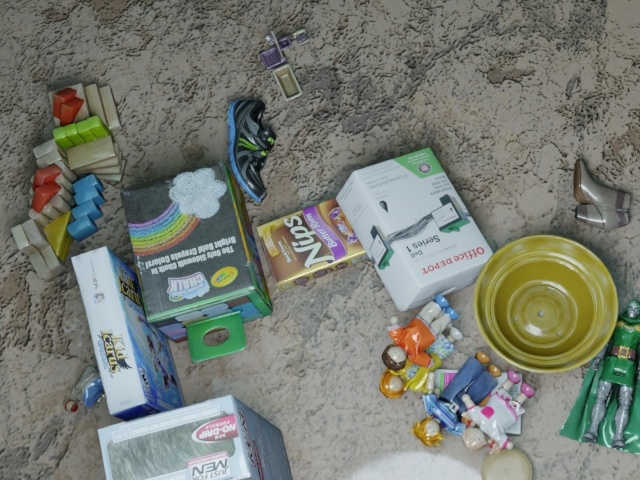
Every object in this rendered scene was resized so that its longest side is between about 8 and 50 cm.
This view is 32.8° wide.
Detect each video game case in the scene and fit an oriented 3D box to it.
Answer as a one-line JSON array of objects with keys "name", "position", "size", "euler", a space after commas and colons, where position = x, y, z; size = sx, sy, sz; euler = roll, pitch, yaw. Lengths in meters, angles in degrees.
[{"name": "video game case", "position": [-0.286, 0.161, 1.670], "size": [0.061, 0.269, 0.244], "euler": [-20, 73, 1]}]

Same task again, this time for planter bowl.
[{"name": "planter bowl", "position": [0.347, 0.106, 1.691], "size": [0.217, 0.090, 0.217], "euler": [-2, 73, 7]}]

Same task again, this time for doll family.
[{"name": "doll family", "position": [0.186, 0.223, 1.653], "size": [0.263, 0.118, 0.163], "euler": [46, 70, 4]}]

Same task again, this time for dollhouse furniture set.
[{"name": "dollhouse furniture set", "position": [-0.051, -0.311, 1.872], "size": [0.091, 0.081, 0.114], "euler": [-24, 72, 1]}]

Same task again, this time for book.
[{"name": "book", "position": [0.240, 0.251, 1.695], "size": [0.144, 0.035, 0.096], "euler": [3, 71, 9]}]

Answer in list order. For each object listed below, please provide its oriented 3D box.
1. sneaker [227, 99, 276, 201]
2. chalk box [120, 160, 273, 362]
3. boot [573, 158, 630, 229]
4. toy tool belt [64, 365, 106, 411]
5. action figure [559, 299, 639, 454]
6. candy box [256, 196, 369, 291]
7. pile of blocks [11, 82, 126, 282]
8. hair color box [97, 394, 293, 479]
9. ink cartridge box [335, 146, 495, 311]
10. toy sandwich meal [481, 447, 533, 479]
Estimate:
[{"name": "sneaker", "position": [-0.113, -0.158, 1.844], "size": [0.078, 0.067, 0.188], "euler": [-11, 70, 11]}, {"name": "chalk box", "position": [-0.189, 0.052, 1.738], "size": [0.180, 0.179, 0.289], "euler": [-15, 73, 2]}, {"name": "boot", "position": [0.456, -0.073, 1.758], "size": [0.087, 0.042, 0.118], "euler": [3, 75, 2]}, {"name": "toy tool belt", "position": [-0.376, 0.251, 1.771], "size": [0.051, 0.052, 0.083], "euler": [27, 80, 23]}, {"name": "action figure", "position": [0.459, 0.201, 1.666], "size": [0.137, 0.063, 0.232], "euler": [12, 72, 14]}, {"name": "candy box", "position": [0.000, 0.000, 1.791], "size": [0.186, 0.053, 0.109], "euler": [-21, 72, 3]}, {"name": "pile of blocks", "position": [-0.427, -0.114, 1.852], "size": [0.149, 0.112, 0.362], "euler": [5, 75, 10]}, {"name": "hair color box", "position": [-0.163, 0.321, 1.550], "size": [0.185, 0.374, 0.114], "euler": [-15, 72, 3]}, {"name": "ink cartridge box", "position": [0.151, -0.019, 1.723], "size": [0.160, 0.092, 0.219], "euler": [-20, 70, -29]}, {"name": "toy sandwich meal", "position": [0.287, 0.357, 1.660], "size": [0.085, 0.029, 0.086], "euler": [-4, 71, 11]}]
